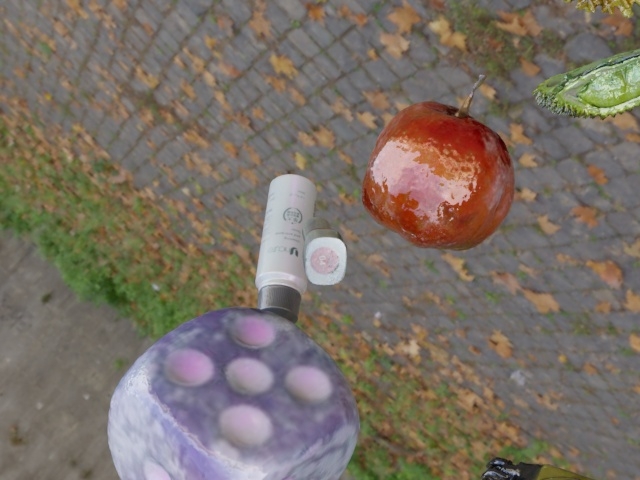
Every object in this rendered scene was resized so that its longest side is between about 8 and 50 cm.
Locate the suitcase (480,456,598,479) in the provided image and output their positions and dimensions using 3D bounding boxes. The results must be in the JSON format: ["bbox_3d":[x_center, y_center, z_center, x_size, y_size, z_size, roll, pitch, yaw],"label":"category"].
[{"bbox_3d":[0.225,0.301,0.663,0.234,0.194,0.143,11,127,30],"label":"suitcase"}]

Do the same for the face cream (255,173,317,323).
[{"bbox_3d":[-0.063,0.032,1.342,0.092,0.311,0.092,5,147,3],"label":"face cream"}]

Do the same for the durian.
[{"bbox_3d":[0.666,-0.385,1.804,0.169,0.351,0.158,51,-156,-61],"label":"durian"}]

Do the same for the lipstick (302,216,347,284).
[{"bbox_3d":[0.001,0.000,1.051,0.057,0.063,0.186,1,-163,-5],"label":"lipstick"}]

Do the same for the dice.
[{"bbox_3d":[-0.125,0.281,1.128,0.270,0.271,0.270,39,134,26],"label":"dice"}]

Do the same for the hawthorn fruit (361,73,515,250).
[{"bbox_3d":[0.188,-0.124,1.178,0.242,0.242,0.272,32,119,25],"label":"hawthorn fruit"}]

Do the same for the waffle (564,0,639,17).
[{"bbox_3d":[0.634,-0.616,1.718,0.228,0.232,0.051,27,-169,28],"label":"waffle"}]
